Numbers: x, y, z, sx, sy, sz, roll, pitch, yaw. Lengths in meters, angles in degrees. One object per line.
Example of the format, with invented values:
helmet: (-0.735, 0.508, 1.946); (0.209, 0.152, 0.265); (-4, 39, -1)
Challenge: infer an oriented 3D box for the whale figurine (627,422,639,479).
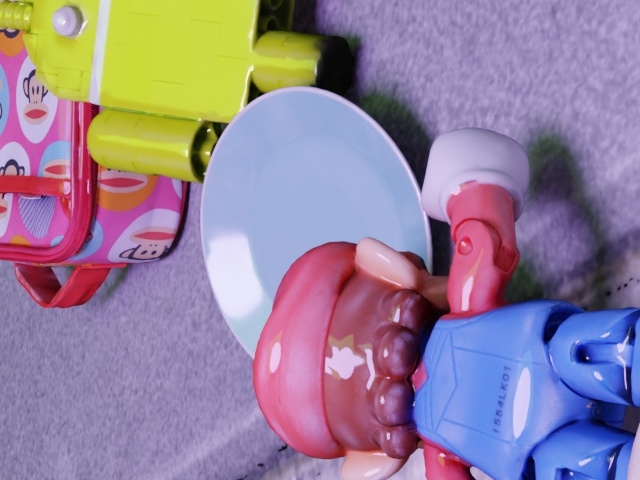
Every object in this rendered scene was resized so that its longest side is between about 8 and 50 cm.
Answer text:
whale figurine: (0.251, 0.095, 0.691); (0.272, 0.141, 0.216); (-18, 66, 31)

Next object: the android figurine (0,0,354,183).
android figurine: (-0.099, -0.165, 1.228); (0.273, 0.056, 0.248); (12, 97, 30)

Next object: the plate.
plate: (0.000, 0.000, 1.143); (0.188, 0.024, 0.188); (11, 107, 41)

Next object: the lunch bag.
lunch bag: (-0.206, -0.078, 1.447); (0.293, 0.120, 0.258); (3, 93, 57)

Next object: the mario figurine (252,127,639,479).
mario figurine: (0.108, 0.064, 0.946); (0.320, 0.170, 0.198); (13, 61, 48)
